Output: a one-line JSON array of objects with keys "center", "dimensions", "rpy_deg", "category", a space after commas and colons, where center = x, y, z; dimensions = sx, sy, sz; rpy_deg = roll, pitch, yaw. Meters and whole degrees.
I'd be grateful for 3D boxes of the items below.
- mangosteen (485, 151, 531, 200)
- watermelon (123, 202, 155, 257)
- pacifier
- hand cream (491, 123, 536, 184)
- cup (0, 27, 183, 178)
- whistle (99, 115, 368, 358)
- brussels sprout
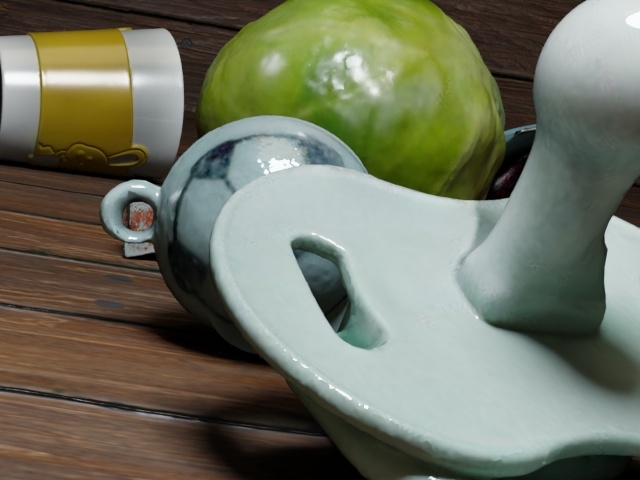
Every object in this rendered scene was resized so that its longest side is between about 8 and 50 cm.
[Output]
[{"center": [0.255, -0.028, 1.525], "dimensions": [0.152, 0.152, 0.152], "rpy_deg": [10, 8, -1], "category": "mangosteen"}, {"center": [-0.141, -0.001, 1.186], "dimensions": [0.085, 0.085, 0.061], "rpy_deg": [15, 50, 34], "category": "watermelon"}, {"center": [0.125, 0.006, 0.693], "dimensions": [0.343, 0.269, 0.288], "rpy_deg": [2, 35, -26], "category": "pacifier"}, {"center": [0.188, -0.086, 1.630], "dimensions": [0.111, 0.070, 0.312], "rpy_deg": [-12, -6, -29], "category": "hand cream"}, {"center": [-0.298, -0.157, 1.711], "dimensions": [0.226, 0.185, 0.241], "rpy_deg": [0, -23, -25], "category": "cup"}, {"center": [0.000, 0.000, 0.920], "dimensions": [0.290, 0.163, 0.163], "rpy_deg": [8, 8, -11], "category": "whistle"}, {"center": [0.039, -0.127, 1.456], "dimensions": [0.344, 0.268, 0.344], "rpy_deg": [10, 0, 0], "category": "brussels sprout"}]
